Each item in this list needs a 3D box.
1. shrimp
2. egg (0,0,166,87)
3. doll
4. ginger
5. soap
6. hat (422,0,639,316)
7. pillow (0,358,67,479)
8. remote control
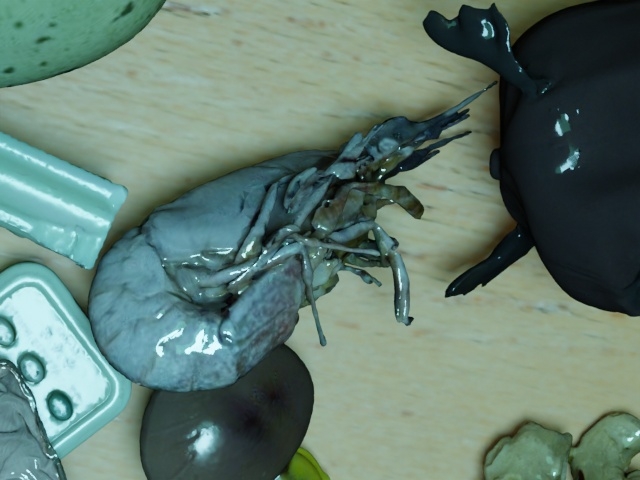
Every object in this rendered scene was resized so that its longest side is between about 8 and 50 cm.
[{"bbox_3d":[-0.004,-0.007,1.143,0.343,0.145,0.116,-33,138,-26],"label":"shrimp"},{"bbox_3d":[-0.192,-0.189,1.089,0.228,0.177,0.177,-35,99,4],"label":"egg"},{"bbox_3d":[-0.057,0.152,1.169,0.145,0.096,0.188,-25,108,-36],"label":"doll"},{"bbox_3d":[0.227,0.191,1.243,0.258,0.065,0.149,-12,76,-24],"label":"ginger"},{"bbox_3d":[-0.232,-0.049,1.115,0.198,0.114,0.063,25,87,-11],"label":"soap"},{"bbox_3d":[0.178,-0.098,1.162,0.209,0.238,0.336,8,53,9],"label":"hat"},{"bbox_3d":[-0.286,0.182,1.077,0.248,0.049,0.135,-22,101,-8],"label":"pillow"},{"bbox_3d":[-0.290,0.154,1.132,0.335,0.065,0.128,-37,101,-9],"label":"remote control"}]
